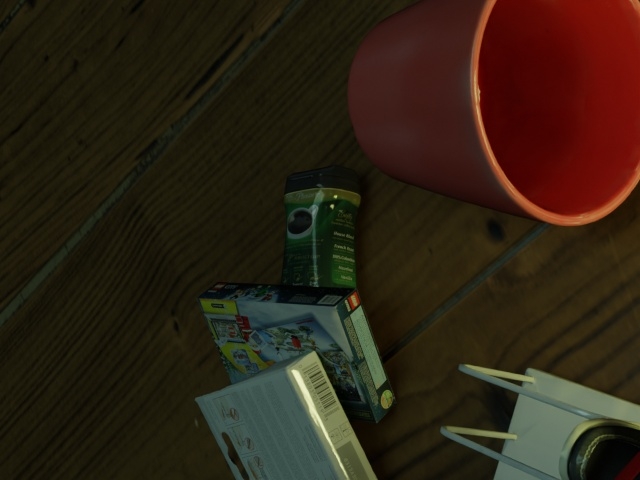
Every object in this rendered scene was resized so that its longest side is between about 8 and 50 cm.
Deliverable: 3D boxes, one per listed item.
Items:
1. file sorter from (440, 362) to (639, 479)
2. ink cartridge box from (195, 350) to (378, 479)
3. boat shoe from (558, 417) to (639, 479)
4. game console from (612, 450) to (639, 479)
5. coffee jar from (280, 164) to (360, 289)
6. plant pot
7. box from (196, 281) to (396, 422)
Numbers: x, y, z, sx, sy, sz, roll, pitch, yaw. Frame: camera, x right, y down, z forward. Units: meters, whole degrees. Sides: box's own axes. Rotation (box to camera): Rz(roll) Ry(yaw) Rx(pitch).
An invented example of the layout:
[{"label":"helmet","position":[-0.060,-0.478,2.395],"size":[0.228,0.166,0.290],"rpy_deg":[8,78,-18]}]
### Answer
[{"label":"file sorter","position":[0.205,0.277,1.131],"size":[0.193,0.173,0.278],"rpy_deg":[17,92,43]},{"label":"ink cartridge box","position":[-0.044,0.242,1.409],"size":[0.224,0.056,0.181],"rpy_deg":[-25,91,54]},{"label":"boat shoe","position":[0.302,0.217,1.012],"size":[0.079,0.233,0.084],"rpy_deg":[10,73,59]},{"label":"game console","position":[0.367,0.333,0.902],"size":[0.386,0.060,0.342],"rpy_deg":[42,87,12]},{"label":"coffee jar","position":[0.000,0.000,1.444],"size":[0.096,0.079,0.184],"rpy_deg":[-7,76,44]},{"label":"plant pot","position":[0.175,-0.155,1.217],"size":[0.243,0.275,0.275],"rpy_deg":[6,84,54]},{"label":"box","position":[-0.032,0.131,1.407],"size":[0.233,0.044,0.159],"rpy_deg":[1,120,42]}]
